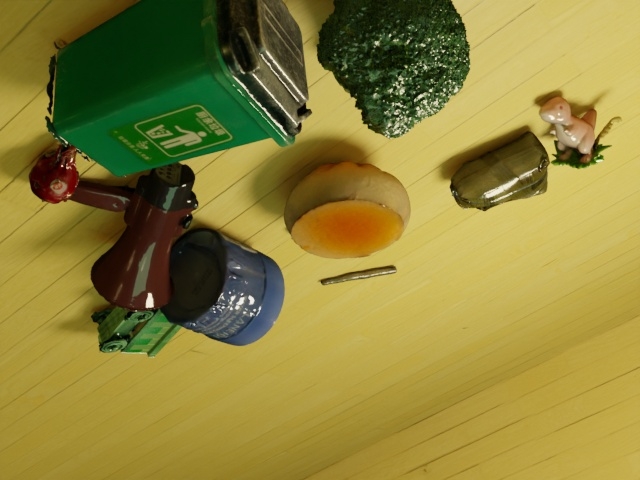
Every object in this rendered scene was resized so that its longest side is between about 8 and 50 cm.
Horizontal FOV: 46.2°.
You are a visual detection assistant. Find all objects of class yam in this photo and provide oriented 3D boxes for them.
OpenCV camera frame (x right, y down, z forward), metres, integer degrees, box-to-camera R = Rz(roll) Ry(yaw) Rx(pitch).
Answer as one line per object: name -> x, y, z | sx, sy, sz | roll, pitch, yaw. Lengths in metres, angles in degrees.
yam -> 0.115, 0.106, 2.216 | 0.234, 0.029, 0.027 | -10, 160, -12

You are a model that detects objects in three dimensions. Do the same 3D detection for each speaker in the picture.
speaker -> -0.411, -0.040, 1.639 | 0.259, 0.198, 0.330 | 25, 122, 6

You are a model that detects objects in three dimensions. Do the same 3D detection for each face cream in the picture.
face cream -> -0.248, 0.115, 1.831 | 0.249, 0.249, 0.225 | -33, 144, 24

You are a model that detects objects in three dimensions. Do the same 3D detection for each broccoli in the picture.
broccoli -> 0.120, -0.333, 1.327 | 0.307, 0.308, 0.275 | 7, 166, -35

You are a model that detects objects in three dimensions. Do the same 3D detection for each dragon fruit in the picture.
dragon fruit -> -0.506, -0.142, 1.448 | 0.094, 0.094, 0.190 | 7, 136, -35

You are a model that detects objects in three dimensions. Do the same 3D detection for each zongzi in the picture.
zongzi -> 0.463, -0.135, 1.927 | 0.250, 0.125, 0.274 | -24, 155, 8

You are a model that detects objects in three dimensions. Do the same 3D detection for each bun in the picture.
bun -> 0.064, -0.086, 1.753 | 0.298, 0.165, 0.299 | 0, 151, 0

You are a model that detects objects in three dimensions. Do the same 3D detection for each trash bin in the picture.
trash bin -> -0.230, -0.281, 1.215 | 0.381, 0.295, 0.259 | -16, 151, 18

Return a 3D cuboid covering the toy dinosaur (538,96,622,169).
toy dinosaur -> 0.600, -0.273, 1.809 | 0.194, 0.152, 0.177 | -18, 111, -16

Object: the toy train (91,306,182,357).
toy train -> -0.468, 0.199, 1.982 | 0.202, 0.120, 0.301 | 6, 142, -40
